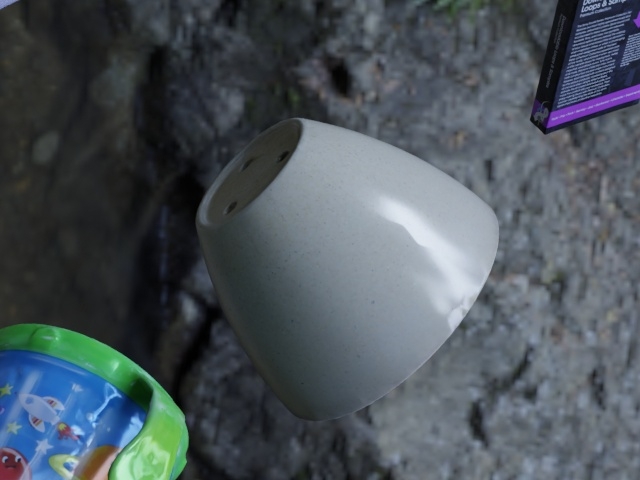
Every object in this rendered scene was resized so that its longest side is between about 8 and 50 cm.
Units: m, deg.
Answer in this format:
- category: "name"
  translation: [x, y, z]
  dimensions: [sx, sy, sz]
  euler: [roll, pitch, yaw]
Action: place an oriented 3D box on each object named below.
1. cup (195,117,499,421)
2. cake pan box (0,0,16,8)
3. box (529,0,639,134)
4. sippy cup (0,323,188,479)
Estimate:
- category: "cup"
  translation: [0.000, 0.000, 1.653]
  dimensions: [0.237, 0.331, 0.331]
  euler: [45, 48, -21]
- category: "cake pan box"
  translation: [-0.198, -0.300, 1.170]
  dimensions: [0.245, 0.070, 0.267]
  euler: [-32, 171, -31]
- category: "box"
  translation: [0.251, -0.178, 1.295]
  dimensions: [0.116, 0.029, 0.162]
  euler: [-18, 139, -27]
- category: "sippy cup"
  translation: [-0.276, 0.238, 1.406]
  dimensions: [0.224, 0.240, 0.305]
  euler: [-62, 178, -39]
